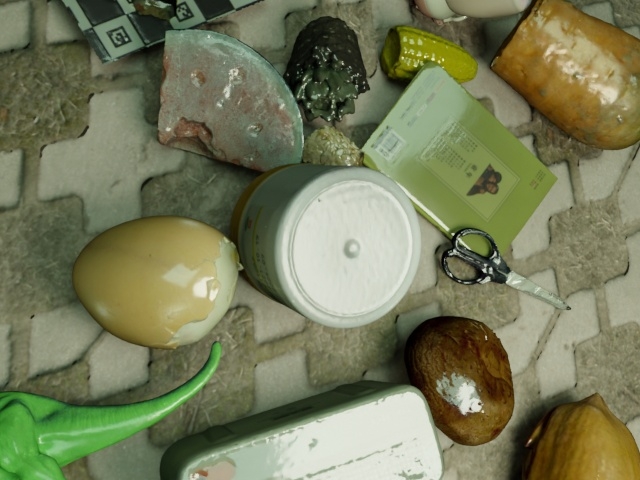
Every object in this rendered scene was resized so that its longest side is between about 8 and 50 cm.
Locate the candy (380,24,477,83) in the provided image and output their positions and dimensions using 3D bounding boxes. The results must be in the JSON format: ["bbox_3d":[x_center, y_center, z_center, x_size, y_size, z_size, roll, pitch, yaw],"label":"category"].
[{"bbox_3d":[0.225,-0.358,1.226,0.198,0.094,0.106,7,80,-18],"label":"candy"}]

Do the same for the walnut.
[{"bbox_3d":[0.451,0.404,1.050,0.203,0.203,0.298,30,67,-8],"label":"walnut"}]

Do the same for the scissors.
[{"bbox_3d":[0.368,0.074,1.187,0.300,0.022,0.109,27,97,-14],"label":"scissors"}]

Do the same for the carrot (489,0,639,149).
[{"bbox_3d":[0.526,-0.336,1.248,0.340,0.224,0.224,32,70,-2],"label":"carrot"}]

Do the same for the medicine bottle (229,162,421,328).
[{"bbox_3d":[0.000,0.000,0.961,0.237,0.232,0.238,-3,98,-23],"label":"medicine bottle"}]

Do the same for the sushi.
[{"bbox_3d":[-0.322,-0.515,1.117,0.359,0.064,0.343,-32,91,-22],"label":"sushi"}]

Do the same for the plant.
[{"bbox_3d":[0.009,-0.298,1.116,0.129,0.132,0.195,26,54,-37],"label":"plant"}]

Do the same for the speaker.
[{"bbox_3d":[-0.025,0.338,0.926,0.406,0.184,0.183,-13,81,-20],"label":"speaker"}]

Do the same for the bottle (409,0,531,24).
[{"bbox_3d":[0.288,-0.509,1.223,0.147,0.236,0.148,-7,99,-51],"label":"bottle"}]

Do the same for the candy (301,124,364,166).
[{"bbox_3d":[0.019,-0.149,1.108,0.110,0.095,0.085,43,26,-4],"label":"candy"}]

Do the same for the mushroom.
[{"bbox_3d":[0.238,0.218,1.025,0.194,0.138,0.231,39,30,-42],"label":"mushroom"}]

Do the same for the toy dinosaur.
[{"bbox_3d":[-0.437,0.229,0.893,0.374,0.144,0.500,38,59,12],"label":"toy dinosaur"}]

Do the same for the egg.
[{"bbox_3d":[-0.244,0.059,0.923,0.244,0.201,0.201,9,74,-3],"label":"egg"}]

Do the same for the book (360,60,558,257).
[{"bbox_3d":[0.264,-0.141,1.182,0.352,0.035,0.239,40,82,-11],"label":"book"}]

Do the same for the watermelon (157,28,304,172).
[{"bbox_3d":[-0.169,-0.216,1.073,0.226,0.148,0.318,-43,106,-4],"label":"watermelon"}]
